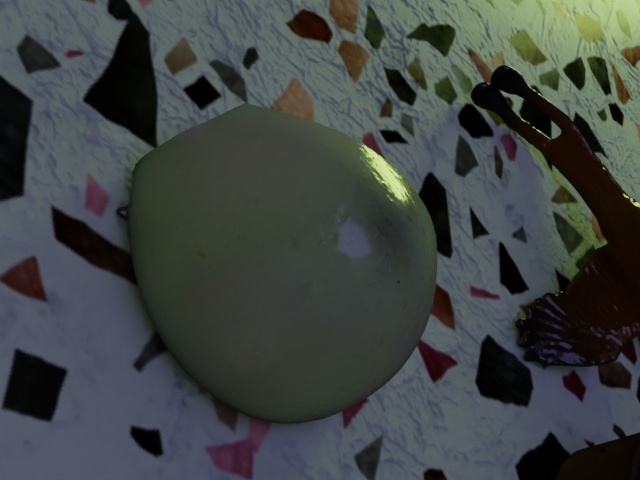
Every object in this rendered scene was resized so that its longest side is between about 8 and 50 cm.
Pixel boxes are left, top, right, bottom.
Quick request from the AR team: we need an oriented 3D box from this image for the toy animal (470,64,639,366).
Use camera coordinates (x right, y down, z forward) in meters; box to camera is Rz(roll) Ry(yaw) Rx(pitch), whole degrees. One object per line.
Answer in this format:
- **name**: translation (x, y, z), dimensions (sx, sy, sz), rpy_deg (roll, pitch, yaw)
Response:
- **toy animal**: translation (0.298, -0.015, 1.312), dimensions (0.302, 0.225, 0.284), rpy_deg (23, 34, -52)

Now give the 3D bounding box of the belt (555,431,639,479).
- **belt**: translation (0.289, 0.303, 1.124), dimensions (0.184, 0.105, 0.261), rpy_deg (34, 49, -32)

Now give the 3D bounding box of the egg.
- **egg**: translation (0.004, 0.018, 0.932), dimensions (0.271, 0.162, 0.206), rpy_deg (25, 53, -34)
